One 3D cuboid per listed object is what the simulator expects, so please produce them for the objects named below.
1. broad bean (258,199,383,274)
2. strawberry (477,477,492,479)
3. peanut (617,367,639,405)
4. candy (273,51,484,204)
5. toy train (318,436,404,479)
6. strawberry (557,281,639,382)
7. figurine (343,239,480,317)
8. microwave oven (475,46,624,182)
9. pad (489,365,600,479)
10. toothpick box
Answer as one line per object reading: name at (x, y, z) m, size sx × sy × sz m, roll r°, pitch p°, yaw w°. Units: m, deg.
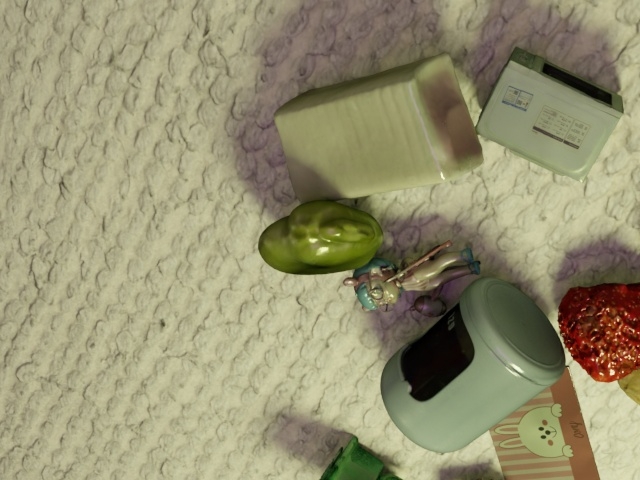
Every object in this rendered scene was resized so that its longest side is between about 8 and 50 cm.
broad bean at (0.000, -0.001, 1.676) m, size 0.238 × 0.291 × 0.119 m, roll -7°, pitch 81°, yaw 2°
strawberry at (0.357, 0.589, 1.941) m, size 0.167 × 0.087 × 0.208 m, roll -13°, pitch 127°, yaw 22°
peanut at (0.673, 0.288, 1.703) m, size 0.214 × 0.099 × 0.099 m, roll 10°, pitch 116°, yaw 6°
candy at (0.091, -0.184, 1.576) m, size 0.359 × 0.145 × 0.208 m, roll -6°, pitch 111°, yaw 43°
toy train at (0.081, 0.570, 1.913) m, size 0.202 × 0.266 × 0.145 m, roll 32°, pitch 119°, yaw 10°
strawberry at (0.528, 0.170, 1.631) m, size 0.187 × 0.201 × 0.184 m, roll 20°, pitch 144°, yaw -9°
figurine at (0.190, 0.076, 1.759) m, size 0.260 × 0.102 × 0.205 m, roll -18°, pitch 143°, yaw 22°
microwave oven at (0.390, -0.217, 1.536) m, size 0.208 × 0.122 × 0.162 m, roll 27°, pitch 119°, yaw 5°
pad at (0.453, 0.403, 1.864) m, size 0.202 × 0.005 × 0.299 m, roll -11°, pitch 110°, yaw 21°
toothpick box at (0.279, 0.268, 1.732) m, size 0.263 × 0.263 × 0.354 m, roll 42°, pitch 120°, yaw -4°
